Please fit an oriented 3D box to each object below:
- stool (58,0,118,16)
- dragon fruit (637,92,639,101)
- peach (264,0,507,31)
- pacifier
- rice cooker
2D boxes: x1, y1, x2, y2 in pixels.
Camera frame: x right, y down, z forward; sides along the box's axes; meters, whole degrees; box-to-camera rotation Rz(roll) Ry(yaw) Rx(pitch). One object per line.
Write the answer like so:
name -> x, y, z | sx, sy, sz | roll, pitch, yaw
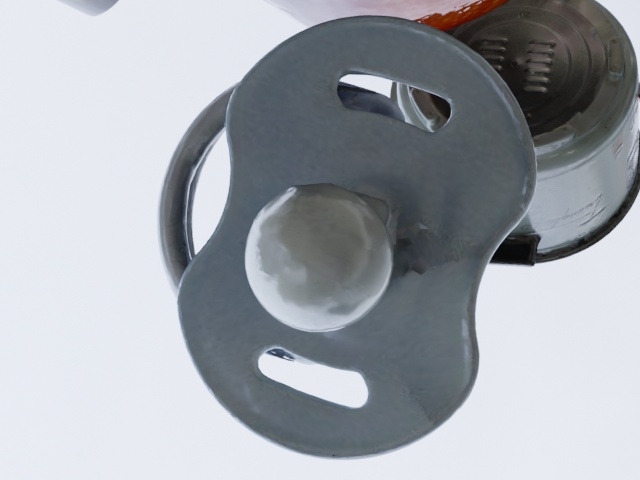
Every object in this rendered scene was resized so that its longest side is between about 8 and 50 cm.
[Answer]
stool -> -0.315, -0.366, 1.374 | 0.264, 0.179, 0.179 | 22, -134, -33
dragon fruit -> 0.352, -0.137, 0.882 | 0.205, 0.317, 0.152 | 31, -135, 9
peach -> 0.047, -0.326, 1.010 | 0.388, 0.388, 0.388 | 34, -141, -33
pacifier -> 0.000, 0.000, 0.834 | 0.244, 0.299, 0.233 | 16, -173, 5
rice cooker -> 0.196, -0.111, 1.302 | 0.227, 0.241, 0.280 | 67, -151, -59
